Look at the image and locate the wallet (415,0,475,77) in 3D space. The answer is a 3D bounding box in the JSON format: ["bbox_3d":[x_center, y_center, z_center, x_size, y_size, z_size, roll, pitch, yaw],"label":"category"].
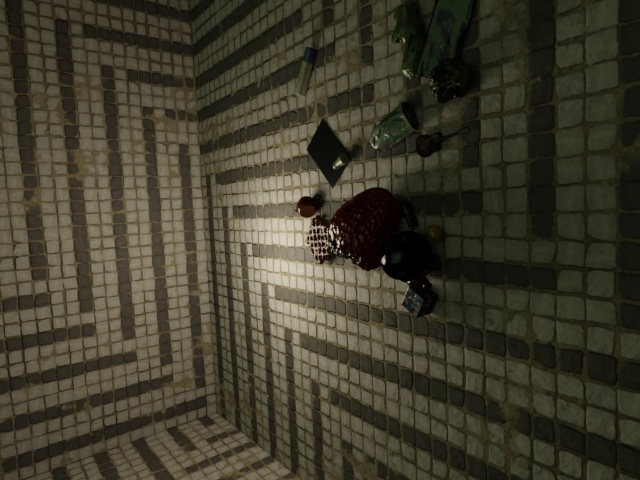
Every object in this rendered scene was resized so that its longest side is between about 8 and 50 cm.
[{"bbox_3d":[0.445,-0.723,1.555,0.146,0.030,0.285,22,112,25],"label":"wallet"}]

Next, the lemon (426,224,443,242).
[{"bbox_3d":[0.436,-0.027,1.668,0.083,0.062,0.062,57,135,27],"label":"lemon"}]

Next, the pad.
[{"bbox_3d":[0.035,-0.434,2.173,0.299,0.005,0.202,59,136,29],"label":"pad"}]

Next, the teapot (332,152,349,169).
[{"bbox_3d":[0.094,-0.374,2.063,0.083,0.057,0.067,-34,31,52],"label":"teapot"}]

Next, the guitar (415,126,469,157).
[{"bbox_3d":[0.453,-0.378,1.627,0.233,0.025,0.088,-12,85,51],"label":"guitar"}]

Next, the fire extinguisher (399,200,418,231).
[{"bbox_3d":[0.360,-0.096,1.766,0.039,0.056,0.132,107,148,-67],"label":"fire extinguisher"}]

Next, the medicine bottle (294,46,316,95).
[{"bbox_3d":[-0.077,-0.857,2.216,0.059,0.059,0.230,44,127,40],"label":"medicine bottle"}]

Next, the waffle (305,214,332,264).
[{"bbox_3d":[0.000,0.000,2.240,0.234,0.056,0.221,56,136,38],"label":"waffle"}]

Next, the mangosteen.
[{"bbox_3d":[0.352,0.087,1.695,0.250,0.211,0.211,51,139,-4],"label":"mangosteen"}]

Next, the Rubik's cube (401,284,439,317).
[{"bbox_3d":[0.395,0.238,1.730,0.092,0.092,0.092,42,126,40],"label":"Rubik's cube"}]

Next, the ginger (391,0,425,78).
[{"bbox_3d":[0.340,-0.772,1.676,0.137,0.089,0.289,-21,83,33],"label":"ginger"}]

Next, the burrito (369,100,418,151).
[{"bbox_3d":[0.289,-0.456,1.781,0.229,0.089,0.143,-34,66,47],"label":"burrito"}]

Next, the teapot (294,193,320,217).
[{"bbox_3d":[-0.069,-0.187,2.271,0.173,0.116,0.116,-33,66,20],"label":"teapot"}]

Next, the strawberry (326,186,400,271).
[{"bbox_3d":[0.181,-0.068,1.845,0.312,0.267,0.351,33,100,33],"label":"strawberry"}]

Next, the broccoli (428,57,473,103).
[{"bbox_3d":[0.454,-0.560,1.514,0.138,0.162,0.145,33,148,61],"label":"broccoli"}]
